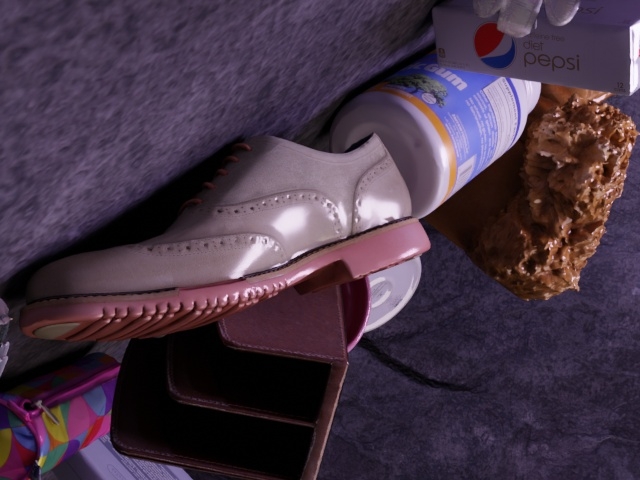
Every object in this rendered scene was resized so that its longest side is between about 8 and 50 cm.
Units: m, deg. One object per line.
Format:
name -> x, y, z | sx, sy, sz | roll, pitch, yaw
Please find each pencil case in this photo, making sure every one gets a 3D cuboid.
pencil case -> -0.280, 0.185, 0.941 | 0.104, 0.104, 0.236 | -43, 175, 12

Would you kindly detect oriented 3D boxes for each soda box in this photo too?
soda box -> 0.217, -0.199, 0.862 | 0.074, 0.216, 0.069 | -36, 128, -34

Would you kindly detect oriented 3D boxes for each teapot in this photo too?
teapot -> 0.066, 0.047, 1.772 | 0.256, 0.187, 0.252 | -21, 138, -22

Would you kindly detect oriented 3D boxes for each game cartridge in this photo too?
game cartridge -> -0.243, 0.319, 1.155 | 0.062, 0.297, 0.198 | -47, 173, 10

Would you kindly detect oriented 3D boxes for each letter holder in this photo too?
letter holder -> -0.097, 0.095, 0.948 | 0.302, 0.214, 0.152 | -94, -164, -66

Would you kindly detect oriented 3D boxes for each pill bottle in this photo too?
pill bottle -> 0.146, -0.144, 1.035 | 0.272, 0.152, 0.152 | -37, 173, -41

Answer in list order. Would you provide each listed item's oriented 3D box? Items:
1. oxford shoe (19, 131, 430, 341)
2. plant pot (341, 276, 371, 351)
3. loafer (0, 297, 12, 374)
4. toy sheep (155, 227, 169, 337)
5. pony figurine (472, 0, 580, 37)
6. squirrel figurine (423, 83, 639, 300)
oxford shoe -> -0.080, -0.009, 0.773 | 0.397, 0.146, 0.140 | -14, 175, -41
plant pot -> -0.054, 0.085, 1.290 | 0.201, 0.201, 0.180 | -39, -171, -27
loafer -> -0.277, 0.133, 0.634 | 0.267, 0.084, 0.096 | -46, 173, 32
toy sheep -> -0.150, 0.047, 0.839 | 0.132, 0.091, 0.091 | -38, 173, -28
pony figurine -> 0.307, -0.297, 0.658 | 0.363, 0.303, 0.351 | -20, 126, -65
squirrel figurine -> 0.323, -0.130, 1.270 | 0.370, 0.281, 0.397 | -50, -148, 10
